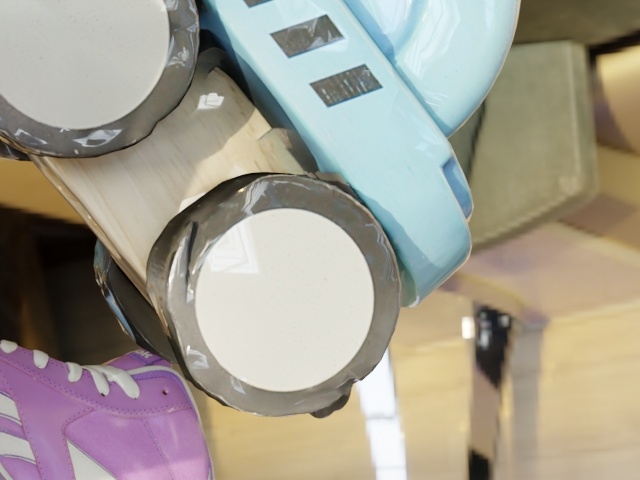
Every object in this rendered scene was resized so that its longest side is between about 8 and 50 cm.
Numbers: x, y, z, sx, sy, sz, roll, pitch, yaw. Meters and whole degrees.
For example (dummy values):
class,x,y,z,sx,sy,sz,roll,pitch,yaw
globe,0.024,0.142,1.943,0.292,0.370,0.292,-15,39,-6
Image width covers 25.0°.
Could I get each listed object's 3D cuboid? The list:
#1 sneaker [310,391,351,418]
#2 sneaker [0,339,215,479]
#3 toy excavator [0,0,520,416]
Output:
class,x,y,z,sx,sy,sz,roll,pitch,yaw
sneaker,0.000,0.000,1.248,0.146,0.330,0.122,-12,141,-9
sneaker,-0.167,0.085,0.788,0.102,0.161,0.282,-15,118,44
toy excavator,-0.007,-0.201,0.719,0.445,0.433,0.222,-40,-168,-12
